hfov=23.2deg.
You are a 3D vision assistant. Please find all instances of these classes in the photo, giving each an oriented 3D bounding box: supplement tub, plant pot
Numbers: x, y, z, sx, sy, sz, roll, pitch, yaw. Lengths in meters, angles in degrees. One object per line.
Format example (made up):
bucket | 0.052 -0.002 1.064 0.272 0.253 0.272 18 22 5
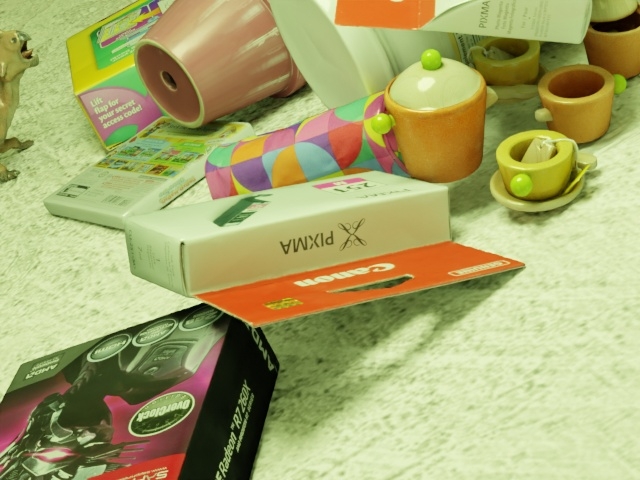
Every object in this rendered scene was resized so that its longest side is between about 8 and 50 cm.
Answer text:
supplement tub | 0.135 -0.284 1.708 0.331 0.241 0.241 -33 24 -13
plant pot | -0.124 -0.240 1.940 0.180 0.201 0.201 -40 27 -27

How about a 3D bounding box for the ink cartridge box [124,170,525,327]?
ink cartridge box | 0.000 0.000 1.367 0.275 0.060 0.239 -12 14 -28

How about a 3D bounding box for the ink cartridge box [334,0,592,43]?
ink cartridge box | 0.136 -0.263 1.496 0.232 0.066 0.189 8 37 -1

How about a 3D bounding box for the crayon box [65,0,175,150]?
crayon box | -0.175 -0.291 2.220 0.363 0.106 0.313 -28 25 0

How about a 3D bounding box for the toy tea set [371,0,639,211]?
toy tea set | 0.198 -0.166 1.494 0.200 0.124 0.336 10 40 28

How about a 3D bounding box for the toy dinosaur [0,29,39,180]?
toy dinosaur | -0.520 -0.165 2.203 0.296 0.200 0.127 -35 25 -15

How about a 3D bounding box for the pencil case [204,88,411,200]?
pencil case | -0.003 -0.083 1.612 0.236 0.104 0.104 -15 26 27

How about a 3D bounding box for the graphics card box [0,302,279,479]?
graphics card box | -0.174 0.196 1.230 0.233 0.094 0.371 -19 23 18

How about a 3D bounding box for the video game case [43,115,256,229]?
video game case | -0.216 -0.088 1.944 0.206 0.026 0.227 -39 25 -24
